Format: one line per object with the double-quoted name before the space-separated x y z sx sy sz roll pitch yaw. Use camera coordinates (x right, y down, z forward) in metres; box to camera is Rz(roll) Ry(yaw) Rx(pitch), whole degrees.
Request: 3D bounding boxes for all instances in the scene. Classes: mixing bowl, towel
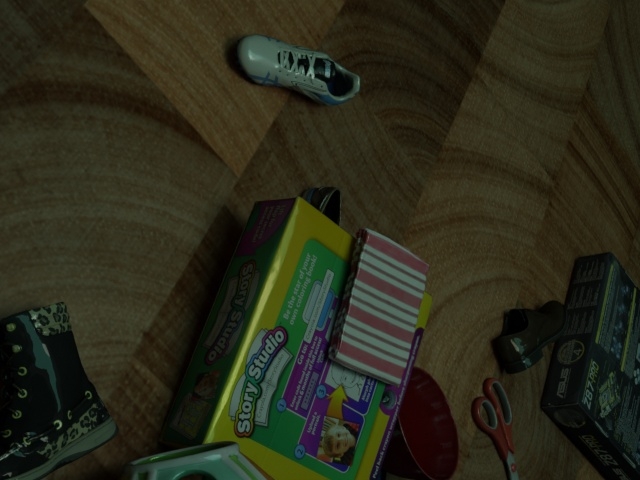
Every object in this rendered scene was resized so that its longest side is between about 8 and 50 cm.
"mixing bowl" 0.129 0.297 1.539 0.181 0.098 0.181 36 42 -41
"towel" 0.083 0.096 1.398 0.144 0.029 0.197 28 70 -38

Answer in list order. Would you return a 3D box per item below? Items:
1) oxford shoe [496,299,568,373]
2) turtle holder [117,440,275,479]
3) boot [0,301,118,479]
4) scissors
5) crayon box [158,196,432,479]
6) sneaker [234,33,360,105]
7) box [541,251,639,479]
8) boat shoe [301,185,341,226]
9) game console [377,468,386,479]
"oxford shoe" 0.412 0.162 1.912 0.227 0.082 0.096 -35 100 -48
"turtle holder" -0.174 0.362 1.133 0.243 0.320 0.227 13 67 -79
"boot" -0.342 0.176 1.087 0.236 0.085 0.179 -20 92 -54
"scissors" 0.355 0.399 1.825 0.109 0.021 0.297 -34 103 -48
"crayon box" -0.018 0.173 1.387 0.313 0.106 0.363 36 64 -35
"sneaker" -0.034 -0.273 1.547 0.237 0.086 0.085 12 72 -44
"box" 0.622 0.273 2.098 0.318 0.097 0.395 47 49 -30
"boat shoe" 0.000 0.000 1.519 0.066 0.066 0.183 18 66 -43
"game console" 0.077 0.364 1.501 0.122 0.107 0.071 35 84 -36
